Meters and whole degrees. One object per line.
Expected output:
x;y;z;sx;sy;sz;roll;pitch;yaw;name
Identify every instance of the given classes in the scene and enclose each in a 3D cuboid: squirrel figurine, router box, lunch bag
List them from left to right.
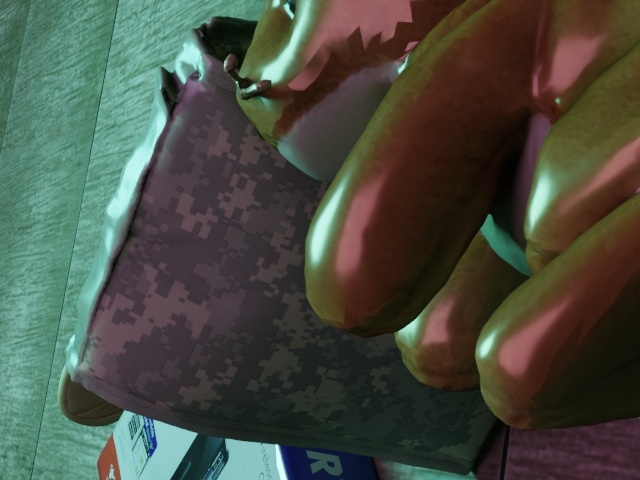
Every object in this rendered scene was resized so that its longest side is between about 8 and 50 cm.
-0.077;0.213;1.187;0.301;0.082;0.335;-60;31;31;router box
0.000;0.000;0.906;0.235;0.287;0.169;-65;29;25;lunch bag
0.142;-0.106;0.659;0.397;0.281;0.370;-53;45;9;squirrel figurine

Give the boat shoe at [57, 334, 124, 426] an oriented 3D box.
-0.181;0.057;1.458;0.285;0.102;0.092;-62;24;19;boat shoe
